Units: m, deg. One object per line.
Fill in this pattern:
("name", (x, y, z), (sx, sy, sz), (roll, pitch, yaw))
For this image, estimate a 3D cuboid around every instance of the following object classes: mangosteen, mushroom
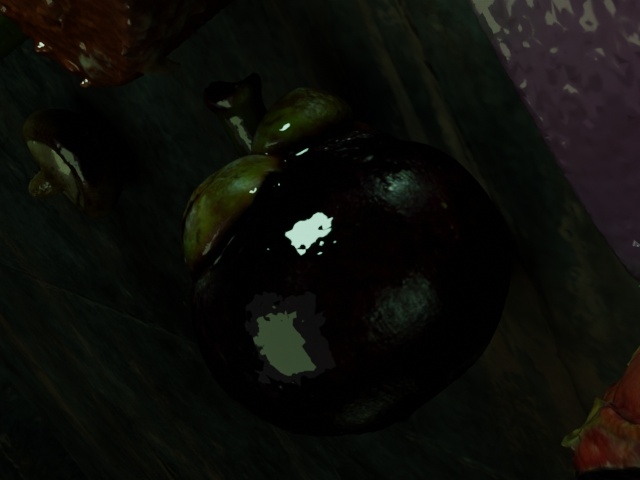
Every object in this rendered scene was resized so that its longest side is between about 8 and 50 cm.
("mangosteen", (0.000, 0.000, 0.642), (0.250, 0.211, 0.211), (56, 155, 7))
("mushroom", (-0.254, -0.077, 1.021), (0.127, 0.087, 0.127), (37, 157, 19))

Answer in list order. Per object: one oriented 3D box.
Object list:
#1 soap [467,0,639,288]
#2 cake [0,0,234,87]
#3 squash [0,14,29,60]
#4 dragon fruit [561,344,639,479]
("soap", (0.187, -0.084, 0.321), (0.259, 0.081, 0.181), (-11, 119, 50))
("cake", (-0.157, -0.227, 0.593), (0.283, 0.151, 0.177), (47, 152, -3))
("squash", (-0.303, -0.190, 0.833), (0.123, 0.186, 0.123), (31, 154, 17))
("dragon fruit", (0.236, 0.061, 0.458), (0.218, 0.148, 0.224), (26, 157, -34))
